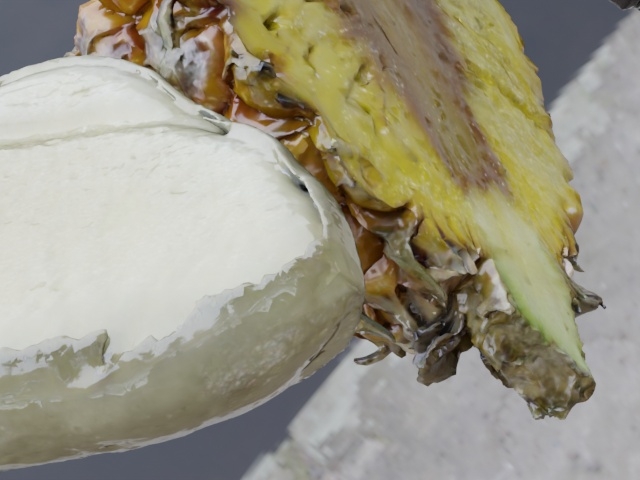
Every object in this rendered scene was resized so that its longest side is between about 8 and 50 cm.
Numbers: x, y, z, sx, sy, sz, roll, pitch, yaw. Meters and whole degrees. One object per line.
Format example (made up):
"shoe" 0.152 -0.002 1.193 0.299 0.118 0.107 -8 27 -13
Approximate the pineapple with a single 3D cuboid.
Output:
"pineapple" 0.002 0.003 0.980 0.209 0.344 0.286 -35 69 29

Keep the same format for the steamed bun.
"steamed bun" -0.091 0.015 0.737 0.231 0.110 0.212 -10 35 8

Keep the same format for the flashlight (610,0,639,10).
"flashlight" 0.244 -0.355 1.476 0.103 0.103 0.424 -19 47 21
